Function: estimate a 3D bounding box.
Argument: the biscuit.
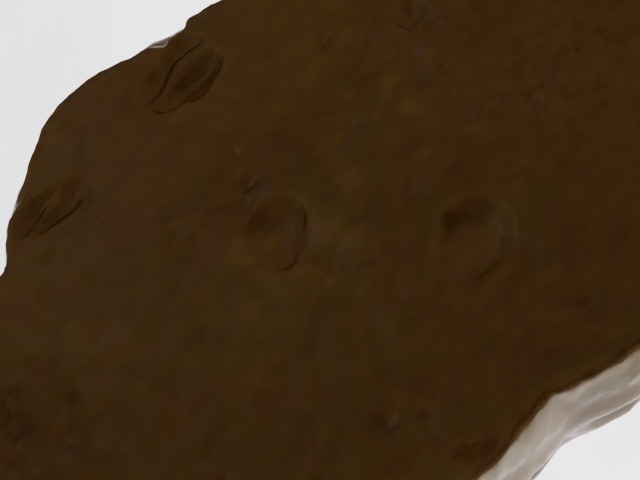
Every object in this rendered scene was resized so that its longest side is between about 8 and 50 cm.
[{"bbox_3d":[0.002,0.003,0.700,0.376,0.051,0.269,-36,-131,-1],"label":"biscuit"}]
